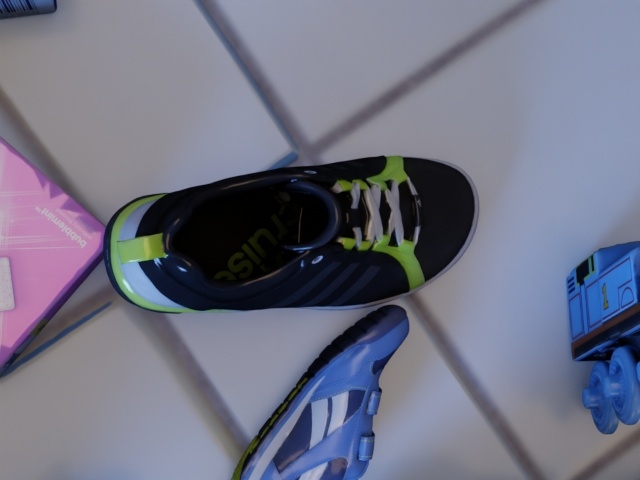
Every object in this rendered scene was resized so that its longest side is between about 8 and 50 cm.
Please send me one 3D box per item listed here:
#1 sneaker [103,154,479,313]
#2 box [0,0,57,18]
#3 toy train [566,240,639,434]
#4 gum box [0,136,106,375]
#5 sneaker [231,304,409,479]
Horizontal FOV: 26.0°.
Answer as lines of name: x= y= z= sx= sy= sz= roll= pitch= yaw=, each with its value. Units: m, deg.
sneaker: x=0.000 y=0.000 z=0.740 sx=0.235 sy=0.097 sz=0.084 roll=-11 pitch=89 yaw=-28
box: x=-0.217 y=-0.190 z=0.761 sx=0.126 sy=0.072 sz=0.137 roll=-8 pitch=88 yaw=-7
toy train: x=0.186 y=0.045 z=0.744 sx=0.080 sy=0.184 sz=0.105 roll=-3 pitch=76 yaw=-6
gum box: x=-0.216 y=-0.022 z=0.756 sx=0.188 sy=0.062 sz=0.107 roll=41 pitch=83 yaw=-3
sneaker: x=0.010 y=0.100 z=0.782 sx=0.059 sy=0.053 sz=0.144 roll=37 pitch=92 yaw=-3
